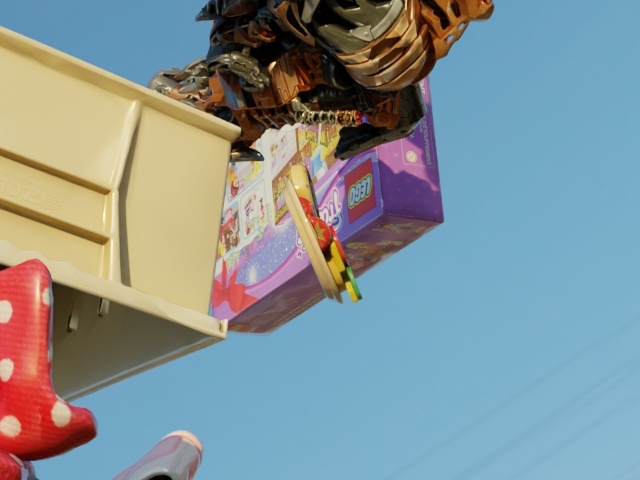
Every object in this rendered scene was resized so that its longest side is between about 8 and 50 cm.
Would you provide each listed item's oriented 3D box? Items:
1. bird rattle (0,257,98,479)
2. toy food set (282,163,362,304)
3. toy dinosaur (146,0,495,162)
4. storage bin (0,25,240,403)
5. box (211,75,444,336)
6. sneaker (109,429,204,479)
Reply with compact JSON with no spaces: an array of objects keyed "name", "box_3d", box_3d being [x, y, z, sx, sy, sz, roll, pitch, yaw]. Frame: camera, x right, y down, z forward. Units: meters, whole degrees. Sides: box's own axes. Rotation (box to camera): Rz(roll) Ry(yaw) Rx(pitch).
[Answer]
[{"name":"bird rattle","box_3d":[-0.125,0.136,0.609,0.253,0.143,0.207,38,-49,-24]},{"name":"toy food set","box_3d":[0.000,0.000,0.951,0.020,0.083,0.082,-24,-64,0]},{"name":"toy dinosaur","box_3d":[0.014,-0.159,0.957,0.322,0.164,0.218,-33,-69,16]},{"name":"storage bin","box_3d":[-0.220,-0.011,0.875,0.260,0.123,0.262,21,-26,-29]},{"name":"box","box_3d":[-0.009,-0.060,1.297,0.057,0.201,0.293,7,-22,-28]},{"name":"sneaker","box_3d":[-0.145,0.208,1.249,0.134,0.051,0.070,-47,8,21]}]
